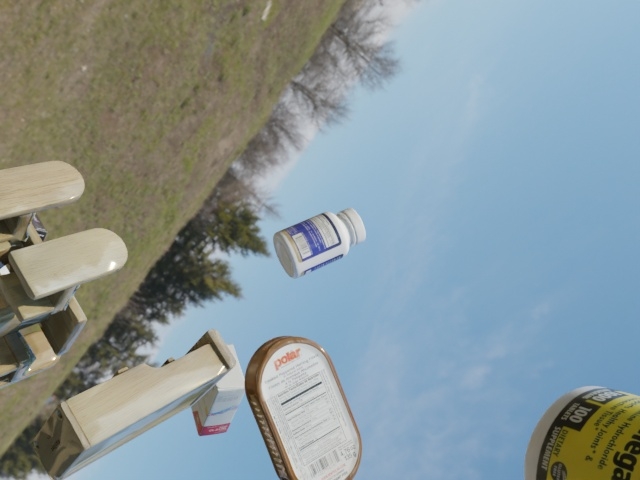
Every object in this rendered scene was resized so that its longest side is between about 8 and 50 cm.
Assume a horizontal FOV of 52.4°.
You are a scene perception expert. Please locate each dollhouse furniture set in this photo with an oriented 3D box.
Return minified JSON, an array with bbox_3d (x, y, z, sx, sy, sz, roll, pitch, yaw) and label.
[{"bbox_3d":[-0.224,0.070,0.618,0.161,0.242,0.212,-22,163,-46],"label":"dollhouse furniture set"}]

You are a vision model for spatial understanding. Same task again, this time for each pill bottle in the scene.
[{"bbox_3d":[0.000,0.000,1.443,0.187,0.112,0.112,-23,-175,-19],"label":"pill bottle"},{"bbox_3d":[0.381,0.267,0.634,0.188,0.188,0.334,-57,-157,-15],"label":"pill bottle"}]

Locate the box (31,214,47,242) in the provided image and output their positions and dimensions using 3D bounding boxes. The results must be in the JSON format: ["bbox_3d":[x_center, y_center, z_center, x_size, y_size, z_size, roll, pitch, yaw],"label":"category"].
[{"bbox_3d":[-0.602,0.025,1.302,0.116,0.029,0.162,39,-72,44],"label":"box"}]

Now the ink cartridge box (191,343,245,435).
[{"bbox_3d":[-0.237,0.338,1.474,0.175,0.072,0.127,-64,-143,36],"label":"ink cartridge box"}]

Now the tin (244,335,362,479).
[{"bbox_3d":[-0.016,0.201,0.748,0.106,0.189,0.040,-23,-177,-33],"label":"tin"}]

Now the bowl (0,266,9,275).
[{"bbox_3d":[-0.481,-0.020,0.852,0.134,0.298,0.298,-51,-169,-34],"label":"bowl"}]
